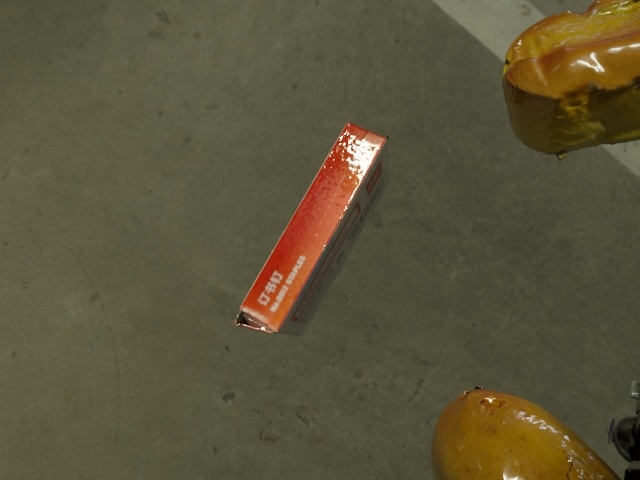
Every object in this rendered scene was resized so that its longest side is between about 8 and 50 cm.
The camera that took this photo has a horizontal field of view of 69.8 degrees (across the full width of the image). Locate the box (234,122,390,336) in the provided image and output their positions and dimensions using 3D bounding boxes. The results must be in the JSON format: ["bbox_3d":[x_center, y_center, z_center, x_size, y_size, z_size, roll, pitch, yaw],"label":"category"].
[{"bbox_3d":[0.000,0.000,0.491,0.050,0.123,0.229,28,83,16],"label":"box"}]

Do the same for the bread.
[{"bbox_3d":[0.264,-0.140,0.335,0.245,0.094,0.102,-8,57,24],"label":"bread"}]

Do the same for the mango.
[{"bbox_3d":[0.203,0.260,0.439,0.151,0.156,0.249,-4,43,-36],"label":"mango"}]

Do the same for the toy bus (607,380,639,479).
[{"bbox_3d":[0.249,0.202,0.278,0.139,0.113,0.302,16,58,29],"label":"toy bus"}]
